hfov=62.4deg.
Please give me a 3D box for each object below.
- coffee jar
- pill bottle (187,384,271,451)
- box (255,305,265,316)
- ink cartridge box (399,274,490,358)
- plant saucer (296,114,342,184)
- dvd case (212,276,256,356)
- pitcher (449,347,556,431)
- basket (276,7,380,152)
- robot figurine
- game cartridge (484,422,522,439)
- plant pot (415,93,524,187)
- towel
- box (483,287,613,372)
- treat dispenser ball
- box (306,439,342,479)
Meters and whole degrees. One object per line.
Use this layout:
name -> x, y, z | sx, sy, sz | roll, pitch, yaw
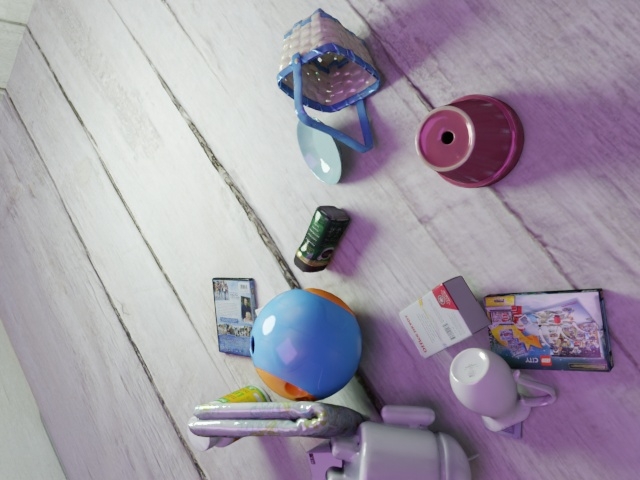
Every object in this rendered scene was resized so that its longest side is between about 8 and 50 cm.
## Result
coffee jar -> 0.000, 0.000, 1.414 | 0.079, 0.096, 0.185 | 41, 118, 30
pill bottle -> -0.275, 0.540, 1.603 | 0.136, 0.245, 0.137 | 6, 99, 37
box -> -0.108, 0.272, 1.571 | 0.145, 0.038, 0.186 | -27, 80, 37
ink cartridge box -> 0.278, 0.177, 1.208 | 0.128, 0.072, 0.175 | 61, 143, 15
plant saucer -> 0.006, -0.241, 1.381 | 0.195, 0.037, 0.195 | 44, 152, 31
dvd case -> -0.275, 0.245, 1.708 | 0.180, 0.022, 0.253 | -2, 95, 39
pitcher -> 0.380, 0.307, 1.107 | 0.177, 0.207, 0.126 | -27, 35, 24
basket -> 0.026, -0.367, 1.257 | 0.201, 0.254, 0.289 | -26, 62, 34
robot figurine -> 0.192, 0.533, 1.219 | 0.353, 0.200, 0.300 | 9, 82, 0
game cartridge -> 0.413, 0.412, 1.196 | 0.083, 0.017, 0.056 | 7, 103, 37
plant pot -> 0.296, -0.208, 1.104 | 0.201, 0.180, 0.202 | 6, 99, 38
towel -> -0.103, 0.469, 1.365 | 0.374, 0.320, 0.090 | -8, 70, 19
box -> 0.469, 0.187, 1.104 | 0.233, 0.044, 0.159 | -8, 91, 38
treat dispenser ball -> -0.036, 0.265, 1.354 | 0.288, 0.288, 0.289 | 6, 99, 37
box -> 0.081, 0.632, 1.418 | 0.181, 0.119, 0.181 | -19, 84, 38
